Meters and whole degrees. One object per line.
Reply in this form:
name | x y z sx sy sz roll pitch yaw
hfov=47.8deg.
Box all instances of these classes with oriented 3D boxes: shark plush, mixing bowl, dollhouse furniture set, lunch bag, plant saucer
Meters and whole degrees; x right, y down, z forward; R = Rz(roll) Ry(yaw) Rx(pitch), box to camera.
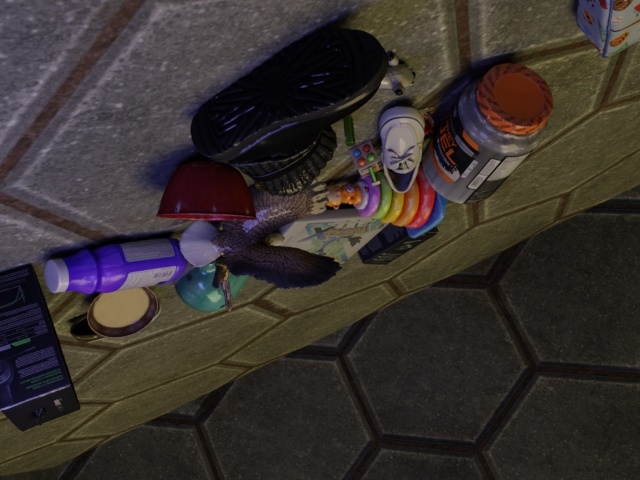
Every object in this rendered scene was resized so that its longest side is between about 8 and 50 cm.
shark plush | 0.130 -0.299 1.306 0.067 0.073 0.161 -12 -167 31
mixing bowl | -0.203 -0.088 1.296 0.182 0.098 0.181 0 179 0
dollhouse furniture set | -0.012 -0.203 1.397 0.152 0.058 0.076 -8 175 13
lunch bag | 0.590 -0.466 1.288 0.243 0.114 0.303 -30 162 8
plant saucer | -0.479 0.164 1.745 0.169 0.029 0.168 -17 132 -19

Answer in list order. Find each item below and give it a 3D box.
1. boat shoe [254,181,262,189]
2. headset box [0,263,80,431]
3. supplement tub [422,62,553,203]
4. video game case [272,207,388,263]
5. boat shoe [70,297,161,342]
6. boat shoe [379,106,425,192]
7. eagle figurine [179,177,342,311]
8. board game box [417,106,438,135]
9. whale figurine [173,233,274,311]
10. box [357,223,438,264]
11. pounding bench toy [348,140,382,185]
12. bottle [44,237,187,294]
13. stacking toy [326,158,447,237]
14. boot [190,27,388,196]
boat shoe | -0.073 -0.142 1.458 0.136 0.045 0.050 -13 152 -24
headset box | -0.590 0.230 1.455 0.131 0.283 0.246 -19 163 -21
supplement tub | 0.355 -0.225 1.548 0.194 0.193 0.316 -19 162 -20
video game case | 0.000 0.000 1.954 0.329 0.036 0.300 -6 156 -34
boat shoe | -0.514 0.199 1.818 0.228 0.081 0.068 -22 167 -2
boat shoe | 0.171 -0.185 1.534 0.096 0.088 0.267 -2 158 0
eagle figurine | -0.123 -0.001 1.549 0.298 0.226 0.225 -17 -152 36
board game box | 0.205 -0.232 1.596 0.133 0.033 0.168 -26 163 4
whale figurine | -0.221 0.075 1.746 0.272 0.141 0.216 -29 163 8
box | 0.217 -0.022 2.124 0.207 0.108 0.153 -33 161 24
pounding bench toy | 0.105 -0.164 1.571 0.052 0.083 0.065 -26 164 5
bottle | -0.420 0.056 1.491 0.283 0.092 0.118 -8 160 -44
stacking toy | 0.137 -0.108 1.732 0.302 0.175 0.166 0 158 -27
boot | -0.014 -0.200 1.200 0.348 0.131 0.260 -20 159 22
